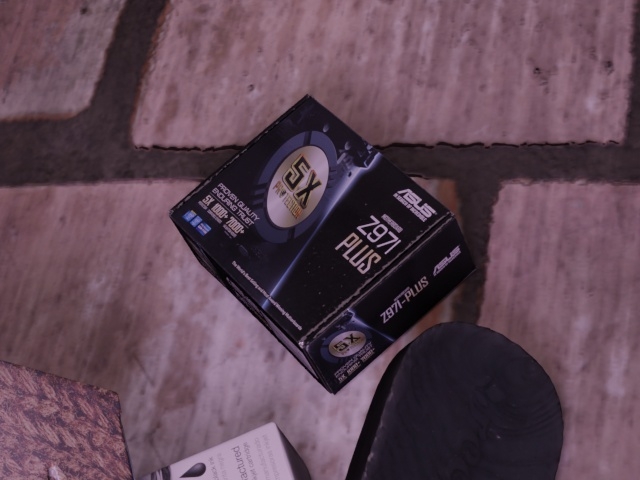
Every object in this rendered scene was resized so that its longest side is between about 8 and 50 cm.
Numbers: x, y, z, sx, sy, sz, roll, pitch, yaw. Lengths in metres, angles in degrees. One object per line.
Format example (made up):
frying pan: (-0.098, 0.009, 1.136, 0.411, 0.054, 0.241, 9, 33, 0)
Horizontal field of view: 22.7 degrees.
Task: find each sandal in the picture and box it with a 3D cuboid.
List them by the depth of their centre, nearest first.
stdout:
sandal: (0.060, 0.238, 0.952, 0.167, 0.107, 0.446, 23, 59, -15)

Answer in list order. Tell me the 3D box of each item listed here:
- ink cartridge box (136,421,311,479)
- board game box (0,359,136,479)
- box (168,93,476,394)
ink cartridge box: (-0.087, 0.229, 1.075, 0.191, 0.082, 0.139, -23, 53, 3)
board game box: (-0.247, 0.252, 1.007, 0.291, 0.141, 0.232, -42, 48, 27)
box: (0.000, 0.000, 1.195, 0.147, 0.077, 0.180, -40, 54, -9)
